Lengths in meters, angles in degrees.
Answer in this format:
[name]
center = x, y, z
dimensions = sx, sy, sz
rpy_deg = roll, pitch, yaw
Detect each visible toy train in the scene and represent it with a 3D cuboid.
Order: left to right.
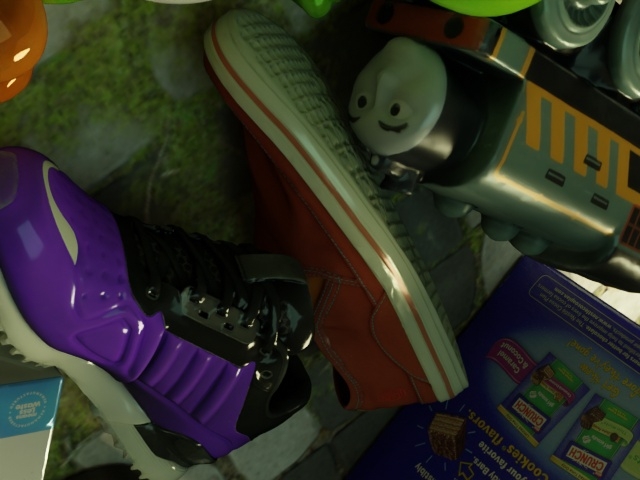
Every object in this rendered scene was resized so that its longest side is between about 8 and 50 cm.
[toy train]
center = 0.153, -0.085, 0.835
dimensions = 0.334, 0.142, 0.190
rpy_deg = 21, 90, -46

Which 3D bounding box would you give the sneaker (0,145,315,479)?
[sneaker]
center = -0.083, 0.030, 0.729
dimensions = 0.146, 0.102, 0.293
rpy_deg = -19, 143, 6

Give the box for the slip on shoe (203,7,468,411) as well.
[slip on shoe]
center = 0.000, 0.000, 0.812
dimensions = 0.101, 0.123, 0.331
rpy_deg = -22, 132, 8

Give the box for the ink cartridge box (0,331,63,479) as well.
[ink cartridge box]
center = -0.221, 0.145, 0.754
dimensions = 0.104, 0.060, 0.180
rpy_deg = -5, 121, -39

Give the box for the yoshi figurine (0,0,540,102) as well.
[yoshi figurine]
center = -0.006, -0.151, 0.609
dimensions = 0.362, 0.203, 0.203
rpy_deg = -26, 147, -14

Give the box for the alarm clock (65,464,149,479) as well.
[alarm clock]
center = -0.132, 0.219, 0.885
dimensions = 0.192, 0.064, 0.129
rpy_deg = -6, 121, -42

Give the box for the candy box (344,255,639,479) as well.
[candy box]
center = 0.166, 0.211, 0.980
dimensions = 0.317, 0.268, 0.122
rpy_deg = -50, 134, 0
